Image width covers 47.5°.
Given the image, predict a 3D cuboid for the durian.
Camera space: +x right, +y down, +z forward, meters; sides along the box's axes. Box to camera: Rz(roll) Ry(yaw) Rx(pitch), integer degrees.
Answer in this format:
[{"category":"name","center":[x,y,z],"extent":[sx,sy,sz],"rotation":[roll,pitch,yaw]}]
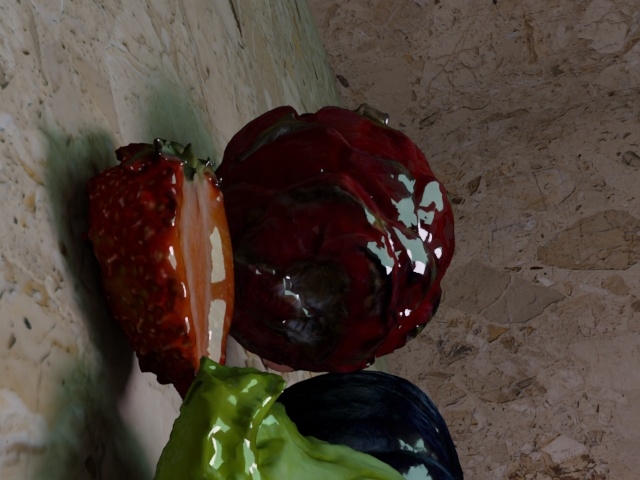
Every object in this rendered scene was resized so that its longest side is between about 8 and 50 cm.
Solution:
[{"category":"durian","center":[-0.025,0.282,0.567],"extent":[0.204,0.255,0.340],"rotation":[-109,-145,-73]}]

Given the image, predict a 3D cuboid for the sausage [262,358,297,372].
[{"category":"sausage","center":[-0.048,0.096,1.167],"extent":[0.274,0.074,0.074],"rotation":[-87,163,-59]}]

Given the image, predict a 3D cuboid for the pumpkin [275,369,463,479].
[{"category":"pumpkin","center":[0.041,0.329,0.842],"extent":[0.363,0.266,0.364],"rotation":[-11,90,-77]}]

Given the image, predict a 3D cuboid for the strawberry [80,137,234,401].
[{"category":"strawberry","center":[-0.136,0.025,0.644],"extent":[0.174,0.097,0.228],"rotation":[-54,135,-76]}]

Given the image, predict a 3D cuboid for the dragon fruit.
[{"category":"dragon fruit","center":[0.003,0.000,0.851],"extent":[0.329,0.329,0.330],"rotation":[-11,90,-81]}]
